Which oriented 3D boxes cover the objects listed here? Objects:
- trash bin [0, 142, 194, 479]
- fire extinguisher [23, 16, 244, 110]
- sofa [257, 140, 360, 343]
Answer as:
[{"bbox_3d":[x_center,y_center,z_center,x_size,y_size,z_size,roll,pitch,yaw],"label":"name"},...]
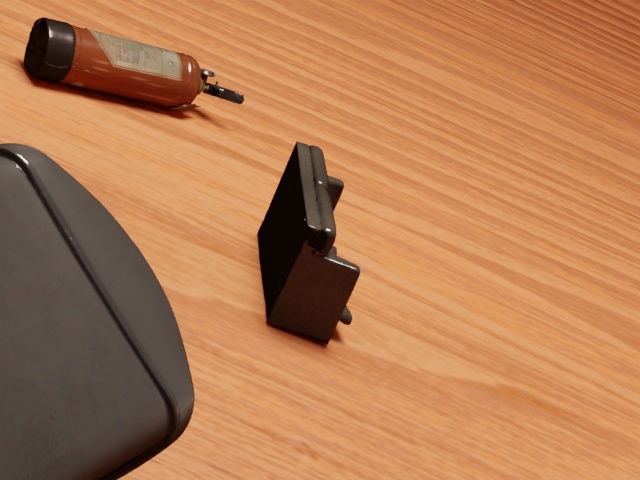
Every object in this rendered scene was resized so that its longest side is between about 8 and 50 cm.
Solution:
[{"bbox_3d":[-0.164,0.054,0.842,0.177,0.101,0.236,60,23,0],"label":"trash bin"},{"bbox_3d":[-0.147,-0.135,1.432,0.177,0.050,0.062,11,8,-32],"label":"fire extinguisher"},{"bbox_3d":[0.000,0.000,1.244,0.060,0.085,0.147,18,23,-12],"label":"sofa"}]
